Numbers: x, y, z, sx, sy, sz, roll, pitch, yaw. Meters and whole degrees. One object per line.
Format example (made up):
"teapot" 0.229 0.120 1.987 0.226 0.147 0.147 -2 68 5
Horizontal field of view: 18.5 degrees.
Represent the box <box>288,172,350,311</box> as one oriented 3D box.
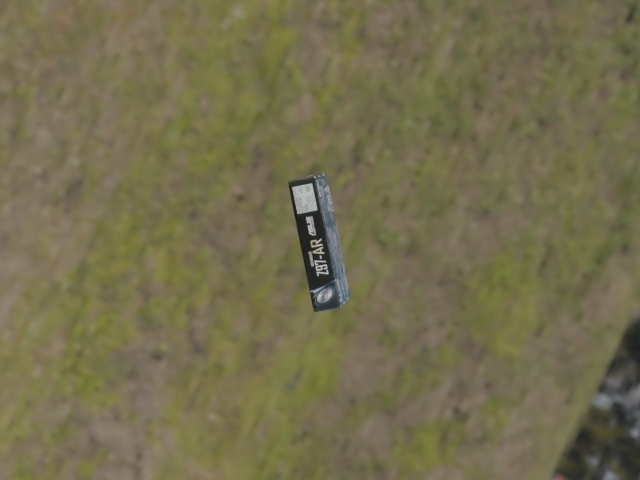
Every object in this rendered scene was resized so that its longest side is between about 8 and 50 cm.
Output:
"box" 0.000 0.000 1.238 0.067 0.018 0.083 -39 118 -83
